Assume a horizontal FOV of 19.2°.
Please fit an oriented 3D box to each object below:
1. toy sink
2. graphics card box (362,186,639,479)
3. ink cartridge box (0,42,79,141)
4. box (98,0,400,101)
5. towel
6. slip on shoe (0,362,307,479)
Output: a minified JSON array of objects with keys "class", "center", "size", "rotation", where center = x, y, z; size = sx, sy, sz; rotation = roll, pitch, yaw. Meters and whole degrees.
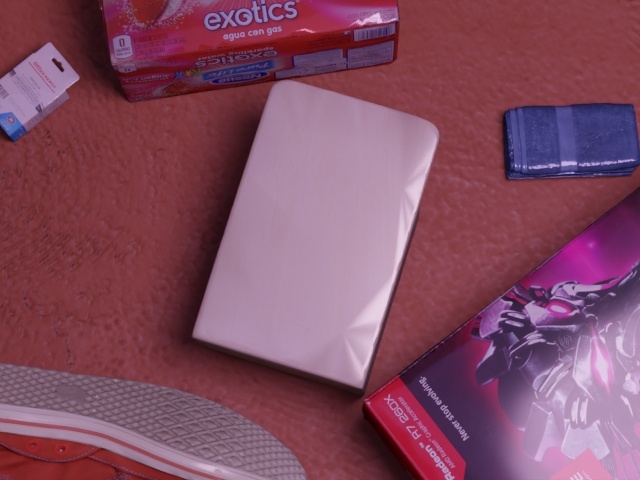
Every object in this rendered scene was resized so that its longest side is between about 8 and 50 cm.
[{"class":"toy sink","center":[0.000,0.000,1.639],"size":[0.152,0.131,0.234],"rotation":[16,84,4]},{"class":"graphics card box","center":[0.246,0.118,1.580],"size":[0.371,0.094,0.233],"rotation":[-36,78,-4]},{"class":"ink cartridge box","center":[-0.263,-0.135,1.723],"size":[0.083,0.028,0.048],"rotation":[-39,80,-6]},{"class":"box","center":[-0.063,-0.212,1.684],"size":[0.256,0.128,0.123],"rotation":[-9,78,0]},{"class":"towel","center":[0.225,-0.090,1.703],"size":[0.119,0.029,0.067],"rotation":[-2,78,1]},{"class":"slip on shoe","center":[-0.176,0.185,1.625],"size":[0.331,0.123,0.101],"rotation":[10,111,-2]}]
